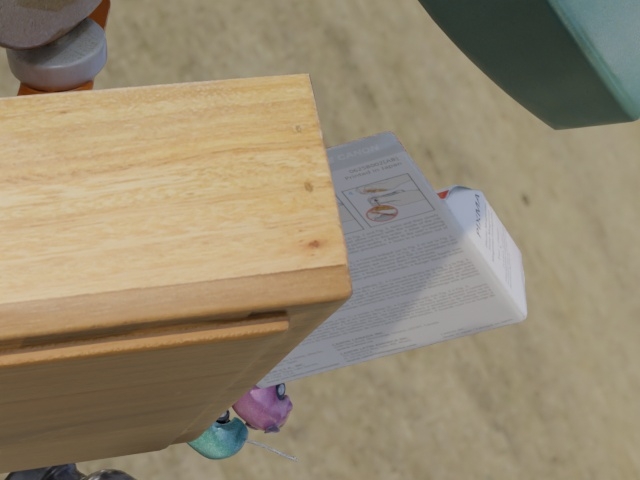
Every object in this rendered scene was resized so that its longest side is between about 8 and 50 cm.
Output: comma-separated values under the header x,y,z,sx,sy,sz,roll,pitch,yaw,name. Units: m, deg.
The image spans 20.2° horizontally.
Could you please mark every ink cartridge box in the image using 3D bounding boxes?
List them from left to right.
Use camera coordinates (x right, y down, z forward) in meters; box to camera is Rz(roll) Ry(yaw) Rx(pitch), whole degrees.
x,y,z,sx,sy,sz,roll,pitch,yaw,name
0.000,0.000,1.063,0.232,0.189,0.066,53,28,-48,ink cartridge box

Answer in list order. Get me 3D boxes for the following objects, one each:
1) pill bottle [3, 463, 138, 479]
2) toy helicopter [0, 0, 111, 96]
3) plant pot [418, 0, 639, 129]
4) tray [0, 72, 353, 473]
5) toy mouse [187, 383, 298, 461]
x,y,z,sx,sy,sz,roll,pitch,yaw,name
-0.146,0.251,1.364,0.219,0.123,0.123,30,4,14,pill bottle
-0.130,-0.190,1.123,0.355,0.140,0.235,-22,121,-63,toy helicopter
0.170,-0.204,1.288,0.234,0.165,0.166,56,-23,-17,plant pot
-0.217,0.038,0.521,0.203,0.411,0.076,133,-53,-66,tray
-0.067,0.122,1.256,0.143,0.161,0.031,48,49,-24,toy mouse
